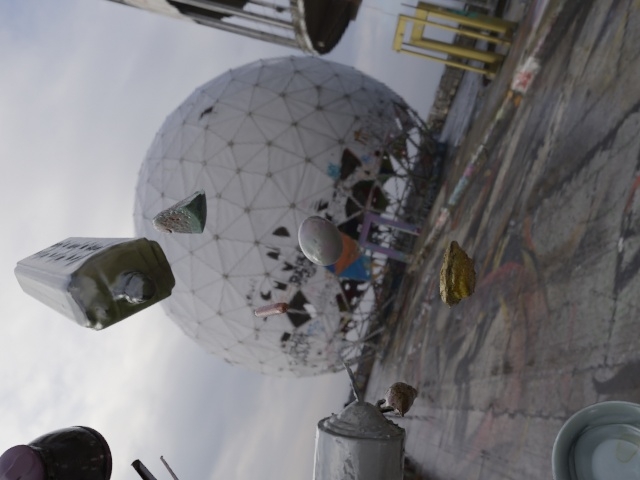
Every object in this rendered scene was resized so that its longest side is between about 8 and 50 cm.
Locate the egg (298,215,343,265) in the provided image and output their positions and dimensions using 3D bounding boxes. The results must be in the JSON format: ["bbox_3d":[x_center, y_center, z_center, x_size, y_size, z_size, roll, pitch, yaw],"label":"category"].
[{"bbox_3d":[0.000,0.000,1.456,0.103,0.135,0.103,-26,-27,-14],"label":"egg"}]

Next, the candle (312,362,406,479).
[{"bbox_3d":[0.074,0.413,1.164,0.187,0.187,0.330,25,-111,-84],"label":"candle"}]

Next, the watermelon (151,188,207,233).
[{"bbox_3d":[-0.253,-0.054,1.118,0.180,0.094,0.081,-49,-40,-72],"label":"watermelon"}]

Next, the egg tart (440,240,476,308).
[{"bbox_3d":[0.254,0.061,1.080,0.129,0.049,0.128,-8,-82,-62],"label":"egg tart"}]

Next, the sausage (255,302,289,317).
[{"bbox_3d":[-0.138,0.194,1.654,0.147,0.030,0.035,-22,34,50],"label":"sausage"}]

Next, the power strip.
[{"bbox_3d":[-0.248,0.033,0.624,0.092,0.388,0.066,-30,-72,-31],"label":"power strip"}]

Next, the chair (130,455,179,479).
[{"bbox_3d":[-0.366,0.710,1.473,0.183,0.326,0.176,-59,-28,3],"label":"chair"}]

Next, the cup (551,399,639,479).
[{"bbox_3d":[0.797,0.602,1.570,0.163,0.347,0.347,37,-111,-63],"label":"cup"}]

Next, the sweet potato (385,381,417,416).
[{"bbox_3d":[0.181,0.344,1.323,0.226,0.068,0.068,11,-84,-73],"label":"sweet potato"}]

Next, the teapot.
[{"bbox_3d":[-0.379,0.319,0.805,0.116,0.148,0.146,68,-170,20],"label":"teapot"}]
